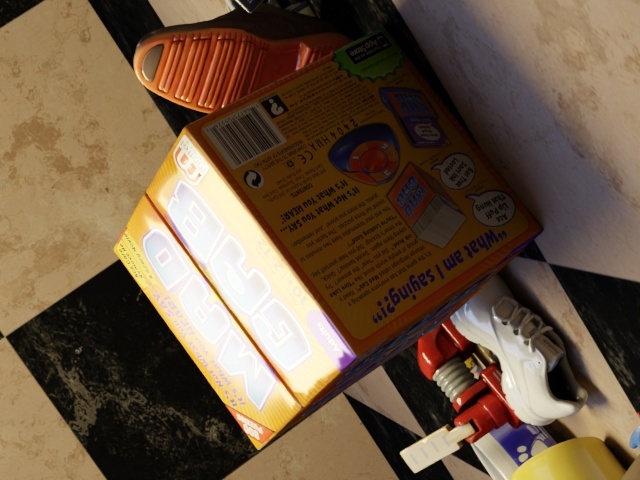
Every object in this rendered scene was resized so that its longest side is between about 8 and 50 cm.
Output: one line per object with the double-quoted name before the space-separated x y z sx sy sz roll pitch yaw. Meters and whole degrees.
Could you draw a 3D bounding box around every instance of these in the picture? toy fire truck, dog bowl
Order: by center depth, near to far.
"toy fire truck" 0.215 0.238 2.257 0.217 0.246 0.158 50 167 19
"dog bowl" 0.372 0.413 2.391 0.265 0.104 0.265 54 177 5

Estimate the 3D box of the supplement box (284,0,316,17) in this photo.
"supplement box" -0.042 -0.307 2.150 0.083 0.083 0.056 59 168 -15

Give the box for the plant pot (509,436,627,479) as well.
"plant pot" 0.404 0.439 2.134 0.254 0.254 0.239 75 171 -59

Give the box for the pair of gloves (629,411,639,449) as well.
"pair of gloves" 0.495 0.327 1.956 0.198 0.023 0.159 47 166 36

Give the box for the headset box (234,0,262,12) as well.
"headset box" -0.156 -0.442 1.843 0.283 0.131 0.246 42 -175 -11

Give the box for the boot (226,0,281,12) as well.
"boot" -0.076 -0.315 2.228 0.258 0.095 0.123 49 174 28

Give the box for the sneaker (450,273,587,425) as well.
"sneaker" 0.295 0.139 2.087 0.297 0.111 0.129 53 153 -9

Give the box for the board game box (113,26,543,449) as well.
"board game box" 0.000 0.000 1.927 0.356 0.356 0.356 53 146 9

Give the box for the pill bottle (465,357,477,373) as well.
"pill bottle" 0.226 0.198 2.545 0.116 0.065 0.065 56 168 -7

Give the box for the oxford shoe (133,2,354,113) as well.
"oxford shoe" -0.118 -0.266 1.995 0.132 0.364 0.130 51 129 36

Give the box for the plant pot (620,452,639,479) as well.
"plant pot" 0.437 0.245 1.458 0.263 0.229 0.263 51 167 17
